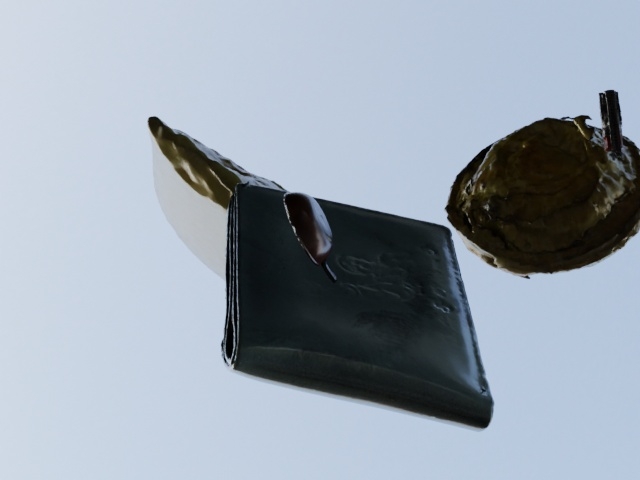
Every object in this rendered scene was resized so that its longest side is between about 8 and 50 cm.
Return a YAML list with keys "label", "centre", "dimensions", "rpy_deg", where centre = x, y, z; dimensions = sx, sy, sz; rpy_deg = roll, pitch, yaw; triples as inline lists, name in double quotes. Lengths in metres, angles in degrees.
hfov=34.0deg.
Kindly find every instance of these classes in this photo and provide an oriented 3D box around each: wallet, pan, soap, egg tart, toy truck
- label: "wallet"
  centre: [0.031, 0.056, 1.018]
  dimensions: [0.251, 0.290, 0.054]
  rpy_deg: [14, -57, -12]
- label: "pan"
  centre: [0.001, 0.000, 0.914]
  dimensions: [0.023, 0.068, 0.115]
  rpy_deg: [-23, -40, 8]
- label: "soap"
  centre: [-0.092, -0.018, 1.378]
  dimensions: [0.306, 0.115, 0.427]
  rpy_deg: [31, -19, 5]
- label: "egg tart"
  centre: [0.298, -0.082, 1.382]
  dimensions: [0.291, 0.290, 0.107]
  rpy_deg: [-8, -43, 21]
- label: "toy truck"
  centre: [0.344, -0.136, 1.236]
  dimensions: [0.024, 0.032, 0.083]
  rpy_deg: [-5, -90, 5]
